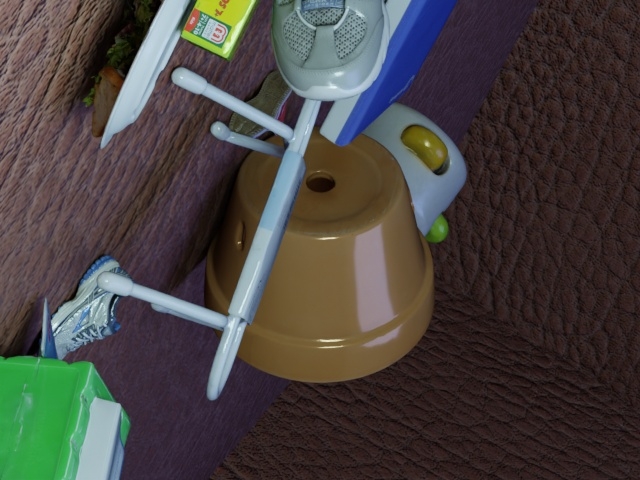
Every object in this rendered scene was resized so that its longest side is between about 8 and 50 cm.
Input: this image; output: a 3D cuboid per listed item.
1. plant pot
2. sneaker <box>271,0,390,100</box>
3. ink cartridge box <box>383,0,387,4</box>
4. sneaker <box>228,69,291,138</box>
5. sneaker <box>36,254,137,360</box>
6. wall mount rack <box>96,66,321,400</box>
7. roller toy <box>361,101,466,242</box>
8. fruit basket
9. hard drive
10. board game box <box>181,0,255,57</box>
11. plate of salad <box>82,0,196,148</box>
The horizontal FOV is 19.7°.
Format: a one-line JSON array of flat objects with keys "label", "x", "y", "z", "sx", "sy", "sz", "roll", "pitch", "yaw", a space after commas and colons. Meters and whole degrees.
[{"label": "plant pot", "x": 0.000, "y": 0.000, "z": 2.241, "sx": 0.291, "sy": 0.291, "sz": 0.203, "roll": -50, "pitch": 154, "yaw": -37}, {"label": "sneaker", "x": -0.001, "y": -0.251, "z": 1.586, "sx": 0.115, "sy": 0.105, "sz": 0.281, "roll": 66, "pitch": 20, "yaw": -62}, {"label": "ink cartridge box", "x": 0.110, "y": -0.364, "z": 2.103, "sx": 0.261, "sy": 0.066, "sz": 0.296, "roll": -50, "pitch": 170, "yaw": -35}, {"label": "sneaker", "x": -0.069, "y": -0.131, "z": 2.049, "sx": 0.118, "sy": 0.042, "sz": 0.067, "roll": -53, "pitch": 168, "yaw": -39}, {"label": "sneaker", "x": -0.234, "y": 0.082, "z": 1.854, "sx": 0.135, "sy": 0.058, "sz": 0.052, "roll": -55, "pitch": 172, "yaw": -6}, {"label": "wall mount rack", "x": -0.105, "y": -0.025, "z": 1.828, "sx": 0.304, "sy": 0.130, "sz": 0.350, "roll": 72, "pitch": 36, "yaw": -84}, {"label": "roller toy", "x": 0.109, "y": -0.106, "z": 2.683, "sx": 0.146, "sy": 0.191, "sz": 0.209, "roll": -52, "pitch": 147, "yaw": -19}, {"label": "fruit basket", "x": -0.254, "y": 0.286, "z": 1.753, "sx": 0.353, "sy": 0.165, "sz": 0.327, "roll": 81, "pitch": 12, "yaw": -45}, {"label": "hard drive", "x": 0.118, "y": -0.274, "z": 2.137, "sx": 0.210, "sy": 0.040, "sz": 0.318, "roll": -45, "pitch": 167, "yaw": -53}, {"label": "board game box", "x": -0.076, "y": -0.201, "z": 1.553, "sx": 0.092, "sy": 0.043, "sz": 0.181, "roll": -63, "pitch": -176, "yaw": 3}, {"label": "plate of salad", "x": -0.137, "y": -0.166, "z": 1.448, "sx": 0.200, "sy": 0.048, "sz": 0.200, "roll": -64, "pitch": -177, "yaw": 7}]
